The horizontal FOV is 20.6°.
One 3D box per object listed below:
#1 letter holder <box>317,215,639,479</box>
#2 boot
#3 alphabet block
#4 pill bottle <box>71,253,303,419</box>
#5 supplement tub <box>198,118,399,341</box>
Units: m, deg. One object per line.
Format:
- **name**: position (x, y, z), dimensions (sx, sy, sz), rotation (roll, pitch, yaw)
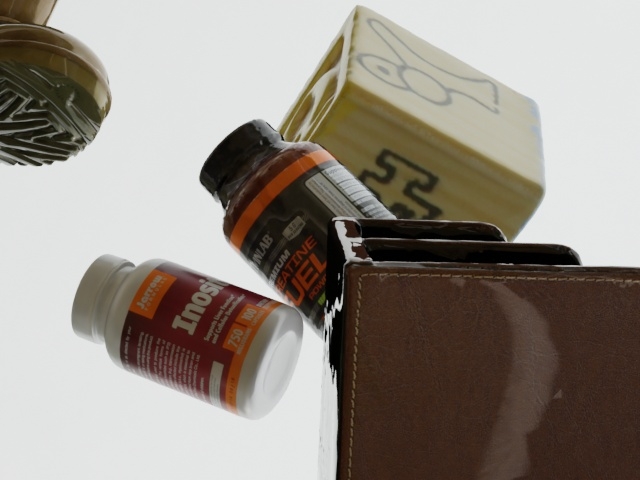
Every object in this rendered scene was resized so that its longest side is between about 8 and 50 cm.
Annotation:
- **letter holder**: position (0.109, 0.148, 1.119), dimensions (0.214, 0.152, 0.301), rotation (2, -79, -4)
- **boot**: position (-0.171, -0.174, 1.083), dimensions (0.236, 0.089, 0.269), rotation (-8, -129, 45)
- **alphabet block**: position (0.065, -0.058, 1.548), dimensions (0.193, 0.197, 0.192), rotation (-57, -168, 26)
- **pill bottle**: position (-0.096, 0.064, 1.242), dimensions (0.152, 0.086, 0.086), rotation (19, -94, 18)
- **supplement tub**: position (0.000, 0.000, 1.295), dimensions (0.198, 0.106, 0.106), rotation (44, -77, 16)
